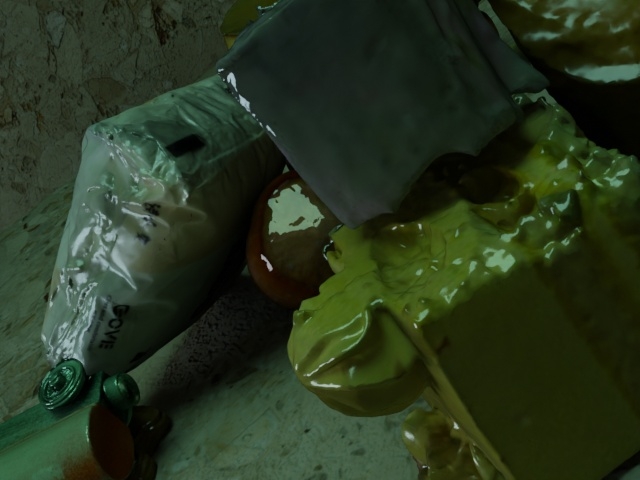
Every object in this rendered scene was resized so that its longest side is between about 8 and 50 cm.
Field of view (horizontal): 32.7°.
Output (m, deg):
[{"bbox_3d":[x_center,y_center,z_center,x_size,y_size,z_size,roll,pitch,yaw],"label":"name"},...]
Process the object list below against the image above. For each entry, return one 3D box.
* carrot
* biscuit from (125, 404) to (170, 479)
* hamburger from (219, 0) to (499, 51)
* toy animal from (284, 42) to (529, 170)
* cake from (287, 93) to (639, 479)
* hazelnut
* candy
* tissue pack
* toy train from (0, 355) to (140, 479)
[{"bbox_3d":[0.317,-0.155,0.940,0.241,0.340,0.241,-23,41,22],"label":"carrot"},{"bbox_3d":[-0.290,0.277,1.327,0.290,0.041,0.208,-8,36,52],"label":"biscuit"},{"bbox_3d":[0.058,-0.283,1.628,0.396,0.277,0.395,-26,24,13],"label":"hamburger"},{"bbox_3d":[0.124,-0.175,1.315,0.363,0.180,0.181,-6,76,36],"label":"toy animal"},{"bbox_3d":[0.132,0.063,0.852,0.286,0.227,0.222,-37,21,0],"label":"cake"},{"bbox_3d":[0.000,0.000,1.302,0.182,0.182,0.182,-31,21,14],"label":"hazelnut"},{"bbox_3d":[0.044,-0.135,0.838,0.185,0.195,0.137,-32,16,26],"label":"candy"},{"bbox_3d":[-0.189,-0.021,1.377,0.390,0.195,0.375,-44,-19,-53],"label":"tissue pack"},{"bbox_3d":[-0.330,0.255,1.249,0.285,0.116,0.177,-27,38,16],"label":"toy train"}]
